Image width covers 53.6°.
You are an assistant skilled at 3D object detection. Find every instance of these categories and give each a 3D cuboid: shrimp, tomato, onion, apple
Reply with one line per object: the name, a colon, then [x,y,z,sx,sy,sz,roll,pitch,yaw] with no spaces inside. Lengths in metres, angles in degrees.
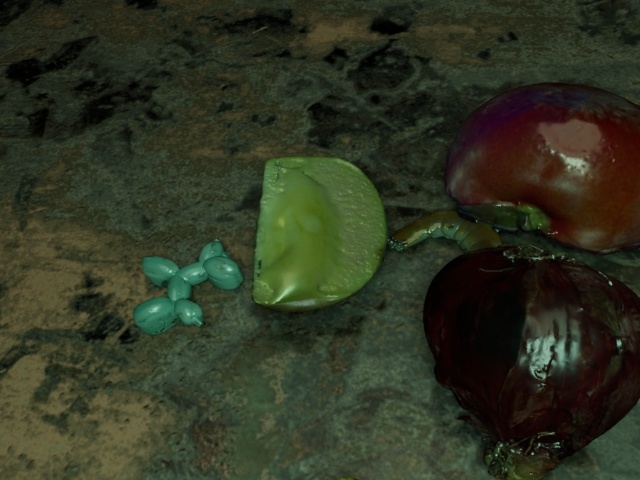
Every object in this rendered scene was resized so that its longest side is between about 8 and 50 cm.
shrimp: [0.183,0.017,0.931,0.166,0.049,0.161,-6,50,7]
tomato: [0.357,-0.146,0.924,0.334,0.176,0.290,21,48,22]
onion: [0.238,0.116,0.748,0.221,0.281,0.281,4,37,-45]
apple: [0.000,0.000,0.934,0.193,0.120,0.265,4,56,-4]

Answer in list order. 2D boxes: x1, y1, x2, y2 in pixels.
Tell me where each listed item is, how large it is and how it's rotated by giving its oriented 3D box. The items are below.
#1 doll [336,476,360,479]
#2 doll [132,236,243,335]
doll: [-0.009,0.425,0.609,0.160,0.094,0.365,-32,33,42]
doll: [-0.196,0.063,0.955,0.158,0.059,0.159,-2,52,11]
